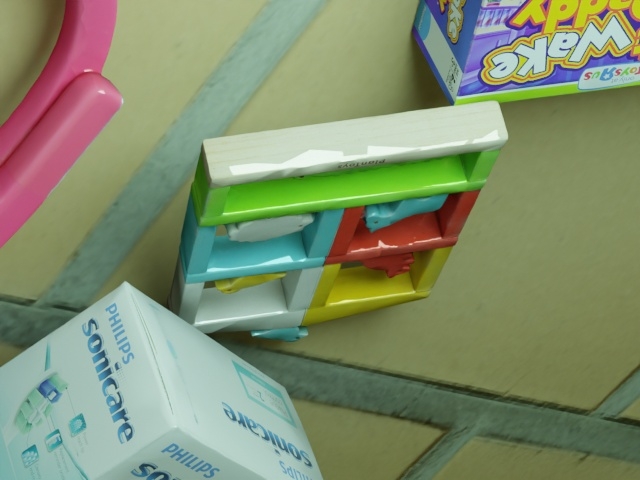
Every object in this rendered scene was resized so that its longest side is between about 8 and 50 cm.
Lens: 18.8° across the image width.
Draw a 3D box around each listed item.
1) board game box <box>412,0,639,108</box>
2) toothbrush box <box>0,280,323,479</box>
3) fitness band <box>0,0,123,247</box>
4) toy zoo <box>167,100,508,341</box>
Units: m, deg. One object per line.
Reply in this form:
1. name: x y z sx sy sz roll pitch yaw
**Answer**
1. board game box: 0.249 -0.210 1.198 0.347 0.078 0.233 -9 140 -18
2. toothbrush box: -0.173 0.188 1.330 0.295 0.126 0.216 -34 144 15
3. fitness band: -0.233 -0.079 1.075 0.291 0.054 0.209 -49 134 7
4. toy zoo: 0.000 0.000 1.304 0.192 0.030 0.293 -8 157 -13
